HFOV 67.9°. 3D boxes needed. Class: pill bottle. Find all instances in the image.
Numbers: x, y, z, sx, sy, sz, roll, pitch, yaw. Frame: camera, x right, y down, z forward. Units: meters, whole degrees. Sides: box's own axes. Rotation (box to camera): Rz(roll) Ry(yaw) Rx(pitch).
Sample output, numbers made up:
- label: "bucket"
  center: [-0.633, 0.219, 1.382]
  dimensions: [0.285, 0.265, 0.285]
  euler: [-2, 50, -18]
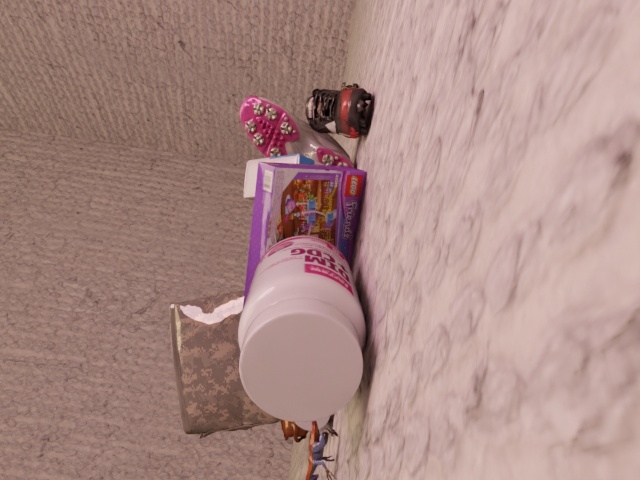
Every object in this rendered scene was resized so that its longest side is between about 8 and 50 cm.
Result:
- label: "pill bottle"
  center: [-0.024, 0.102, 0.642]
  dimensions: [0.283, 0.160, 0.160]
  euler: [-97, 15, -75]
- label: "pill bottle"
  center: [-0.019, 0.311, 0.890]
  dimensions: [0.137, 0.078, 0.078]
  euler: [108, 170, -78]

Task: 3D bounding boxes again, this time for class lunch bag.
- label: "lunch bag"
  center: [-0.183, 0.265, 1.033]
  dimensions: [0.169, 0.235, 0.286]
  euler: [63, -163, -69]

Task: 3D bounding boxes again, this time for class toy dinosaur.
- label: "toy dinosaur"
  center: [-0.006, 0.319, 0.712]
  dimensions: [0.082, 0.090, 0.047]
  euler: [-51, -18, -4]

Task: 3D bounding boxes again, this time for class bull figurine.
- label: "bull figurine"
  center: [-0.060, 0.427, 1.377]
  dimensions: [0.188, 0.101, 0.310]
  euler: [94, -175, -55]

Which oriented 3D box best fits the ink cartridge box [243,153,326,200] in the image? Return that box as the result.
- label: "ink cartridge box"
  center: [-0.036, -0.106, 0.954]
  dimensions: [0.191, 0.140, 0.082]
  euler: [15, -101, -50]

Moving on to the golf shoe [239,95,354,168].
- label: "golf shoe"
  center: [-0.050, -0.229, 1.112]
  dimensions: [0.115, 0.306, 0.140]
  euler: [-48, 10, 27]

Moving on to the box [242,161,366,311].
- label: "box"
  center: [-0.029, 0.012, 0.849]
  dimensions: [0.057, 0.201, 0.293]
  euler: [25, 112, 47]

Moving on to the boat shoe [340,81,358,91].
- label: "boat shoe"
  center: [0.075, -0.403, 1.325]
  dimensions: [0.183, 0.065, 0.083]
  euler: [-87, 4, -79]

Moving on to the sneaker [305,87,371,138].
- label: "sneaker"
  center: [0.033, -0.272, 1.007]
  dimensions: [0.276, 0.135, 0.097]
  euler: [-99, 19, -79]
